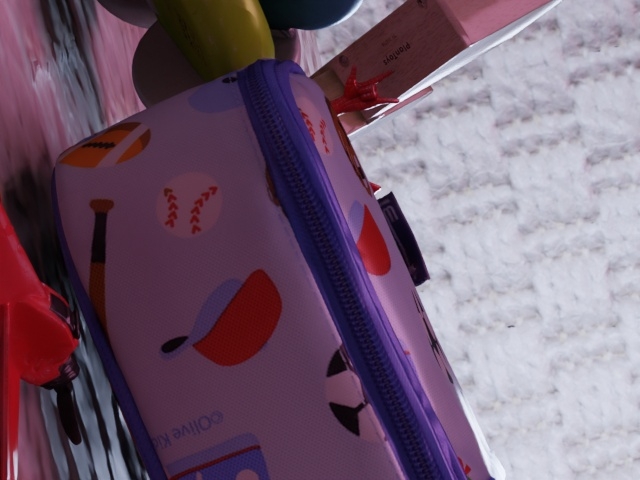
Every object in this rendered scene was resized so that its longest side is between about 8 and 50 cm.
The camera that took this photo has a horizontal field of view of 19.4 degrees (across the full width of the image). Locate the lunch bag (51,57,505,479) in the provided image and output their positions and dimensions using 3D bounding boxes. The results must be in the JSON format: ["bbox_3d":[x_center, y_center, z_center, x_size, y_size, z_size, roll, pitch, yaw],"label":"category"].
[{"bbox_3d":[0.003,0.064,0.729,0.243,0.115,0.303,64,4,6],"label":"lunch bag"}]

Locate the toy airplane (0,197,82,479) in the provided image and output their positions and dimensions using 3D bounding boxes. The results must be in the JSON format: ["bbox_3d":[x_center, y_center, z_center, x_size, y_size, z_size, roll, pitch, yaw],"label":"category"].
[{"bbox_3d":[-0.090,0.009,0.527,0.151,0.028,0.151,-11,90,-86],"label":"toy airplane"}]

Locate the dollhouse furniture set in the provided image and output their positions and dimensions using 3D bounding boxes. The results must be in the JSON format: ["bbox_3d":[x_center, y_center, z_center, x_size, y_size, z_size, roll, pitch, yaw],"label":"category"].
[{"bbox_3d":[0.005,-0.269,1.228,0.174,0.303,0.355,-31,87,-44],"label":"dollhouse furniture set"}]

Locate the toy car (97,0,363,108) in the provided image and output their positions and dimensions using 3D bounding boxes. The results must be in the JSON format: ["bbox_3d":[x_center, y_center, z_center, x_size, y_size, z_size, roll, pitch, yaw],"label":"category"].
[{"bbox_3d":[-0.041,-0.146,0.805,0.159,0.136,0.182,73,-9,-52],"label":"toy car"}]

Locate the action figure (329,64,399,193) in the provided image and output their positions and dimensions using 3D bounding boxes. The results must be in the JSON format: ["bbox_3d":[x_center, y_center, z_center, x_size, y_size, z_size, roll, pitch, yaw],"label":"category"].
[{"bbox_3d":[0.000,0.000,1.120,0.091,0.139,0.280,-59,134,-85],"label":"action figure"}]
